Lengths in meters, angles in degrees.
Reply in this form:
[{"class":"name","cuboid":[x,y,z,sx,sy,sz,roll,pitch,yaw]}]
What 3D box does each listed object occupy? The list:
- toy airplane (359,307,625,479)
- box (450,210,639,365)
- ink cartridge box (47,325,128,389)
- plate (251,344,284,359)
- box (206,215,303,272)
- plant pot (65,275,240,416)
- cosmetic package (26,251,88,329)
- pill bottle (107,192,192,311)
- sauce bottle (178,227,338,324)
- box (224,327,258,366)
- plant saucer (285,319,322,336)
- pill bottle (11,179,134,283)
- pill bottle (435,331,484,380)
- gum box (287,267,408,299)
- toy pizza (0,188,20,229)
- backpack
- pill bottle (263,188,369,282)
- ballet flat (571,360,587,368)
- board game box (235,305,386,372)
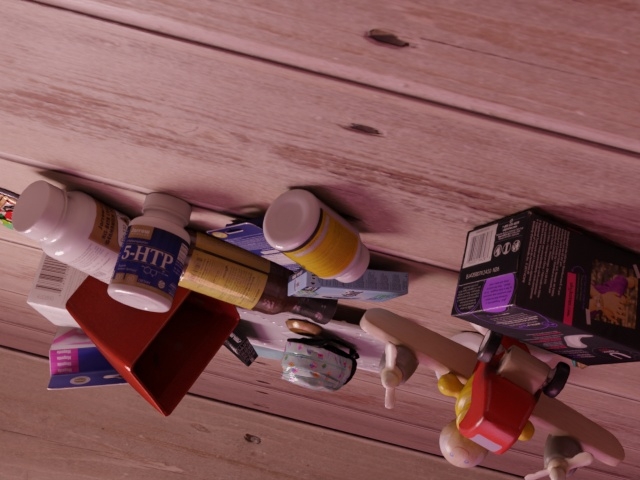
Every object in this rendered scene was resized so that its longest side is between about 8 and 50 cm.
[{"class":"toy airplane","cuboid":[0.289,0.260,1.645,0.384,0.272,0.386,17,-166,-41]},{"class":"box","cuboid":[0.356,0.078,1.405,0.270,0.143,0.165,21,162,-21]},{"class":"ink cartridge box","cuboid":[-0.458,0.244,2.222,0.324,0.071,0.330,-4,-167,-9]},{"class":"plate","cuboid":[-0.174,0.284,2.575,0.188,0.024,0.188,13,162,5]},{"class":"box","cuboid":[-0.073,0.004,1.668,0.225,0.036,0.136,24,159,-35]},{"class":"plant pot","cuboid":[-0.359,0.157,1.957,0.236,0.267,0.267,27,157,22]},{"class":"cosmetic package","cuboid":[-0.538,0.110,2.137,0.151,0.151,0.183,10,162,9]},{"class":"pill bottle","cuboid":[-0.286,0.019,1.633,0.112,0.186,0.112,12,161,4]},{"class":"sauce bottle","cuboid":[-0.132,0.078,1.811,0.344,0.111,0.111,22,160,-19]},{"class":"box","cuboid":[-0.237,0.209,2.256,0.184,0.045,0.190,42,168,16]},{"class":"plant saucer","cuboid":[-0.038,0.194,2.071,0.083,0.015,0.083,13,161,4]},{"class":"pill bottle","cuboid":[-0.434,-0.016,1.725,0.131,0.131,0.229,-2,156,40]},{"class":"pill bottle","cuboid":[0.349,0.297,2.057,0.136,0.136,0.246,3,159,29]},{"class":"gum box","cuboid":[0.047,0.080,1.716,0.184,0.041,0.157,5,170,-13]},{"class":"toy pizza","cuboid":[-0.647,-0.062,1.902,0.201,0.032,0.201,12,161,4]},{"class":"backpack","cuboid":[-0.011,0.275,2.115,0.152,0.115,0.182,1,166,24]},{"class":"pill bottle","cuboid":[0.000,0.000,1.502,0.103,0.103,0.184,0,156,37]},{"class":"ballet flat","cuboid":[0.490,0.183,1.764,0.067,0.073,0.206,-19,156,10]},{"class":"board game box","cuboid":[-0.016,0.209,2.203,0.390,0.050,0.390,12,162,8]}]
